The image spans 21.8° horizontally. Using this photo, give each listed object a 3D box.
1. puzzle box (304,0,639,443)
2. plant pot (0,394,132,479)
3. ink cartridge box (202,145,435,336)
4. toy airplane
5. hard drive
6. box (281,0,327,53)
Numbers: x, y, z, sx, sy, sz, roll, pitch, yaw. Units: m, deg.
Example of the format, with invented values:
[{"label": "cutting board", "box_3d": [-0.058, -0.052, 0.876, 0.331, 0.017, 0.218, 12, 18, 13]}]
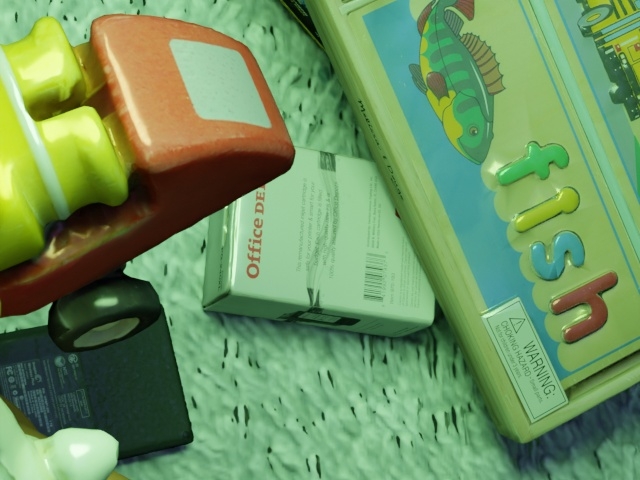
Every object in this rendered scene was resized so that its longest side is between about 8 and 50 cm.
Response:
[{"label": "puzzle box", "box_3d": [0.163, -0.104, 1.113, 0.272, 0.052, 0.409, -27, 100, -12]}, {"label": "plant pot", "box_3d": [-0.180, 0.216, 0.851, 0.291, 0.203, 0.291, -22, 116, -58]}, {"label": "ink cartridge box", "box_3d": [0.000, 0.000, 1.135, 0.150, 0.063, 0.109, 10, 74, -21]}, {"label": "toy airplane", "box_3d": [-0.229, -0.019, 0.698, 0.386, 0.272, 0.384, 29, 61, -6]}, {"label": "hard drive", "box_3d": [-0.155, 0.098, 1.066, 0.135, 0.022, 0.094, -10, 82, -25]}, {"label": "box", "box_3d": [0.096, -0.270, 1.153, 0.322, 0.079, 0.257, -45, 112, -6]}]
